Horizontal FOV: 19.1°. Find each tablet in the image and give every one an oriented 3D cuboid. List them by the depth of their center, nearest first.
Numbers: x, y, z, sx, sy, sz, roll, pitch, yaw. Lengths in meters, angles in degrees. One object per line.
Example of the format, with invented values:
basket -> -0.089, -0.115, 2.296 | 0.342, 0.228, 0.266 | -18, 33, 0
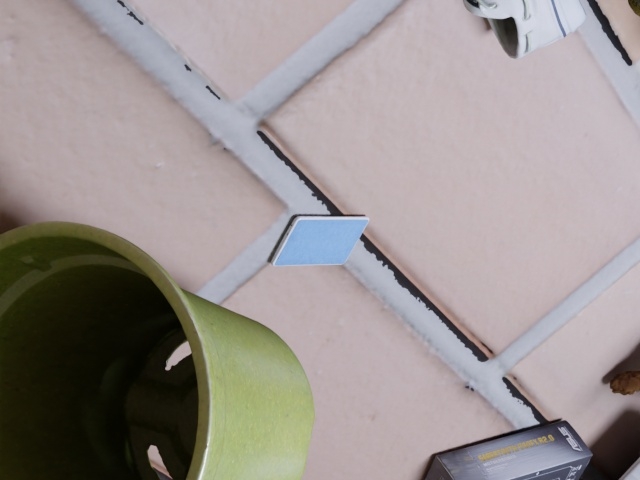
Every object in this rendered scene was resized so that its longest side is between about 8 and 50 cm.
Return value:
tablet -> 0.000, 0.000, 1.614 | 0.083, 0.006, 0.054 | -1, 131, -42

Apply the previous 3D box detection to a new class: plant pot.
plant pot -> -0.138, 0.137, 1.459 | 0.276, 0.276, 0.254 | -48, 155, 15

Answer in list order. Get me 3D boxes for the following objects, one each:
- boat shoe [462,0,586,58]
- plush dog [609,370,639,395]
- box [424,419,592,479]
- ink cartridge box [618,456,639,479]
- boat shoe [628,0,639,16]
boat shoe -> 0.141, -0.198, 1.439 | 0.076, 0.083, 0.226 | -41, 146, 4
plush dog -> 0.458, 0.170, 2.063 | 0.211, 0.262, 0.225 | -19, 148, 37
box -> 0.176, 0.308, 2.080 | 0.183, 0.056, 0.231 | -11, 138, -32
ink cartridge box -> 0.363, 0.361, 2.198 | 0.306, 0.131, 0.226 | -51, 162, 16
boat shoe -> 0.296, -0.211, 1.537 | 0.104, 0.110, 0.307 | -35, 140, 11
